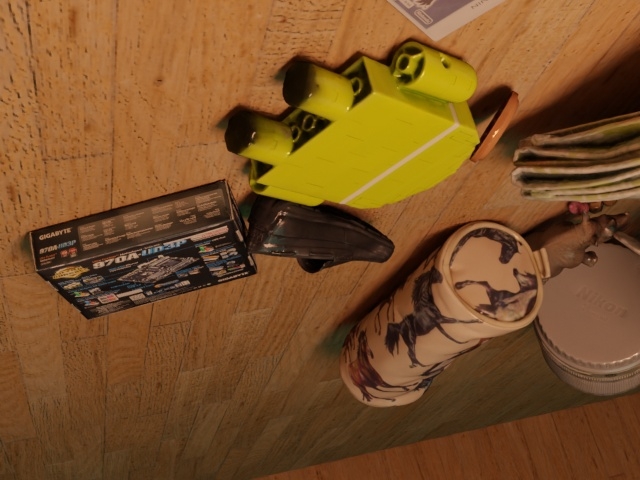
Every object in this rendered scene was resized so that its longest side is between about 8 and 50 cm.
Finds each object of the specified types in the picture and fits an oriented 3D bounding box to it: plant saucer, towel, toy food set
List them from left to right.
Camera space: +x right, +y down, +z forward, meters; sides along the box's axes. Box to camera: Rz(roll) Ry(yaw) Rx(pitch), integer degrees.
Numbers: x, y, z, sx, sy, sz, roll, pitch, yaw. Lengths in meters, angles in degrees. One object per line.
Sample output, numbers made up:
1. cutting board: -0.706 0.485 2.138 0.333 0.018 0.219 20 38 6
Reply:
1. plant saucer: 0.182 -0.116 0.933 0.013 0.083 0.083 32 150 2
2. toy food set: 0.389 -0.060 1.263 0.077 0.019 0.122 -12 157 -8
3. towel: 0.437 -0.097 0.963 0.374 0.090 0.320 -6 179 -33

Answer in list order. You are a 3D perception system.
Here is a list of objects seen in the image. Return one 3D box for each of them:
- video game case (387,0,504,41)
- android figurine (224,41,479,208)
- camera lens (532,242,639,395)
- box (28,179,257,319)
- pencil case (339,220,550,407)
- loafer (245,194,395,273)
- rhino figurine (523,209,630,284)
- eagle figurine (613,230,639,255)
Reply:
1. video game case: 0.117 -0.237 0.670 0.183 0.023 0.201 -27 155 25
2. android figurine: 0.046 -0.102 0.895 0.272 0.056 0.248 8 147 -44
3. camera lens: 0.473 0.138 1.519 0.219 0.220 0.274 -20 157 11
4. box: -0.192 0.017 1.021 0.220 0.051 0.175 -15 158 -1
5. pencil case: 0.179 0.124 1.377 0.183 0.160 0.410 -15 160 -29
6. loafer: 0.000 0.000 1.056 0.223 0.076 0.078 15 103 -46
7. rhino figurine: 0.358 0.008 1.312 0.106 0.073 0.243 -1 161 -32
8. eagle figurine: 0.538 0.088 1.174 0.226 0.299 0.225 -7 -178 -26
